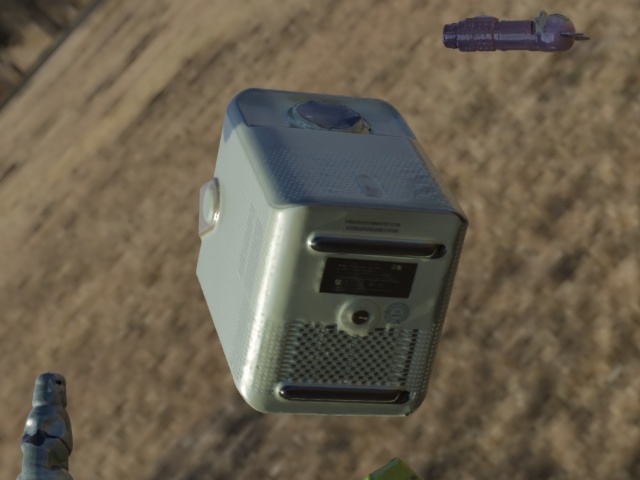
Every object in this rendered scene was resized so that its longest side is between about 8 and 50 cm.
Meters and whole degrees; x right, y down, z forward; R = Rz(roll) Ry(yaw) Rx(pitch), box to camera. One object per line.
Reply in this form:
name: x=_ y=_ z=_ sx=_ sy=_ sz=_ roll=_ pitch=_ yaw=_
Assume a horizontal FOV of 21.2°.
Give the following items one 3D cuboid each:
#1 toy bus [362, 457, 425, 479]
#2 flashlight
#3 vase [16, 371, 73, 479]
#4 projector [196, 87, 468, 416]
toy bus: x=0.089 y=0.259 z=0.850 sx=0.139 sy=0.302 sz=0.113 roll=-19 pitch=-32 yaw=-50
flashlight: x=0.147 y=-0.158 z=1.294 sx=0.052 sy=0.110 sz=0.031 roll=-5 pitch=-83 yaw=-73
vase: x=-0.273 y=0.234 z=1.696 sx=0.060 sy=0.060 sz=0.211 roll=-29 pitch=56 yaw=57
projector: x=0.000 y=0.000 z=1.300 sx=0.242 sy=0.163 sz=0.177 roll=-115 pitch=34 yaw=-60
